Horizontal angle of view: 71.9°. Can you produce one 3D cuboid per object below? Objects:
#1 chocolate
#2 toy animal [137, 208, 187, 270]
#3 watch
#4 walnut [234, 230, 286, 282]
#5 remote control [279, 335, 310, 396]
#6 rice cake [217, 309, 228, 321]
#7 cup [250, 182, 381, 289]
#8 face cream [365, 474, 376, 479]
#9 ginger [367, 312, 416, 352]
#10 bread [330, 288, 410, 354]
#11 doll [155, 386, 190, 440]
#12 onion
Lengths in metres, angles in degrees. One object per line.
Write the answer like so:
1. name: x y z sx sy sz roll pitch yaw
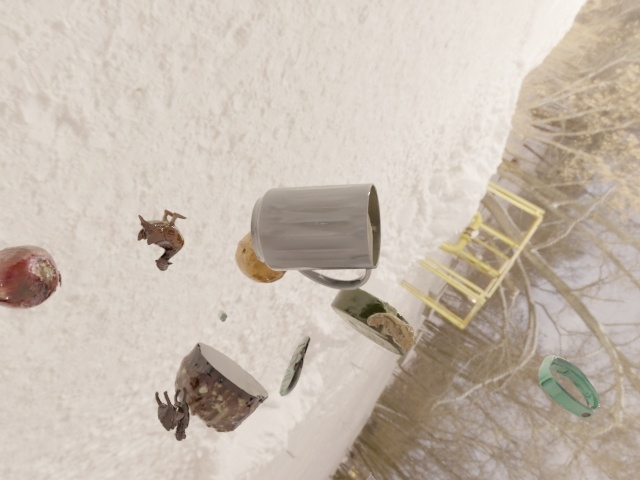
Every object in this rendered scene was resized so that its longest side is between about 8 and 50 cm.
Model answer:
1. chocolate: -0.380 0.551 1.596 0.210 0.340 0.225 -50 -168 -1
2. toy animal: -0.480 -0.007 1.308 0.188 0.089 0.179 31 77 -56
3. watch: 0.859 0.505 1.537 0.068 0.236 0.195 -51 -163 37
4. walnut: -0.206 0.052 1.573 0.193 0.225 0.193 -19 123 -32
5. remote control: -0.088 0.461 1.628 0.097 0.045 0.256 -40 -160 46
6. rice cake: -0.382 0.292 1.720 0.033 0.029 0.170 -57 -170 -11
7. cup: 0.000 0.000 1.249 0.237 0.326 0.323 -67 150 -56
8. face cream: 0.231 0.981 1.380 0.235 0.420 0.137 -49 165 11
9. ginger: 0.213 0.258 1.297 0.051 0.173 0.070 25 94 -39
10. bread: 0.220 0.320 1.799 0.129 0.366 0.382 -55 178 -13
11. doll: -0.461 0.553 1.401 0.057 0.165 0.139 -14 167 16
12. onion: -0.726 0.091 1.031 0.194 0.160 0.160 -11 154 1
